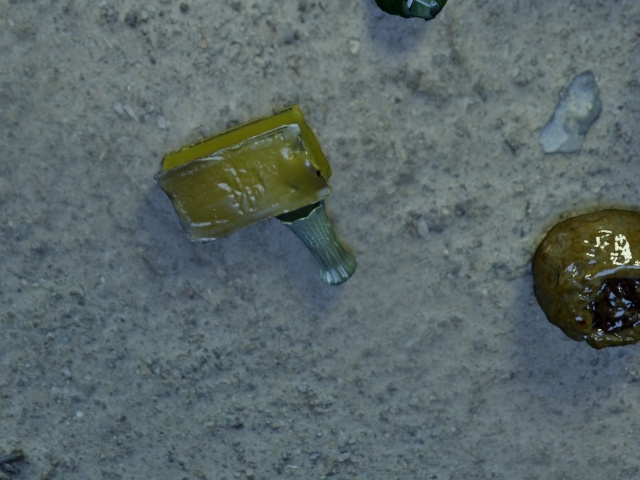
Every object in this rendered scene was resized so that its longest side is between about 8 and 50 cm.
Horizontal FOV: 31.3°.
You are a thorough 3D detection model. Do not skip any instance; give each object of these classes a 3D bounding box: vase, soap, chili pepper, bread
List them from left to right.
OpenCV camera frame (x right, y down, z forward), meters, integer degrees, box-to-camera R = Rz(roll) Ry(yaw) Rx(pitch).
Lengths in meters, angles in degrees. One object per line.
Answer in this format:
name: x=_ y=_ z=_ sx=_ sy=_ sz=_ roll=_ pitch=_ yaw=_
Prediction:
soap: x=-0.110 y=-0.091 z=1.653 sx=0.233 sy=0.076 sz=0.135 roll=-18 pitch=120 yaw=17
vase: x=0.000 y=0.000 z=1.710 sx=0.081 sy=0.081 sz=0.149 roll=-20 pitch=124 yaw=17
chili pepper: x=0.100 y=-0.379 z=1.447 sx=0.108 sy=0.062 sz=0.216 roll=-11 pitch=121 yaw=11
bread: x=0.429 y=0.063 z=1.696 sx=0.230 sy=0.123 sz=0.230 roll=2 pitch=122 yaw=3
